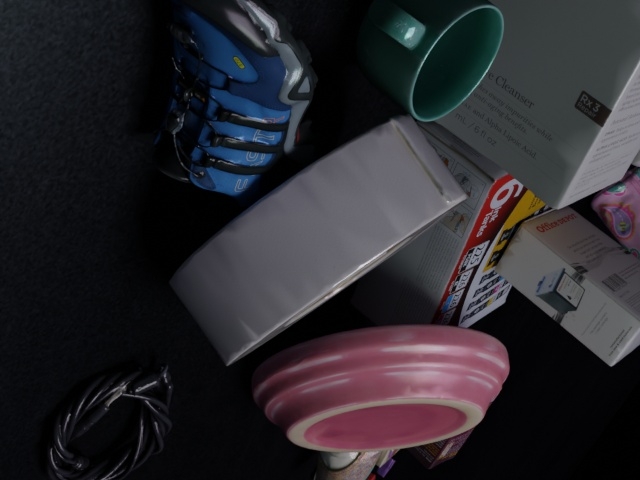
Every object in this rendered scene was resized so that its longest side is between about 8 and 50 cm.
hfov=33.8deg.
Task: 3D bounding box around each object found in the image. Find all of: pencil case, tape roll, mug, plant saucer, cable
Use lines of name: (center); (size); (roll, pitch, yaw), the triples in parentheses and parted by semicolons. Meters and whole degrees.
pencil case: (0.610, 0.002, 1.876); (0.124, 0.284, 0.124); (-35, 167, -9)
tape roll: (0.000, 0.000, 1.009); (0.286, 0.100, 0.286); (-34, 175, -3)
mug: (0.096, -0.201, 1.002); (0.129, 0.097, 0.157); (-39, 153, -16)
plant saucer: (0.079, 0.201, 1.347); (0.332, 0.084, 0.332); (-5, 156, -2)
cable: (-0.227, 0.213, 1.135); (0.151, 0.047, 0.184); (-24, 146, -40)

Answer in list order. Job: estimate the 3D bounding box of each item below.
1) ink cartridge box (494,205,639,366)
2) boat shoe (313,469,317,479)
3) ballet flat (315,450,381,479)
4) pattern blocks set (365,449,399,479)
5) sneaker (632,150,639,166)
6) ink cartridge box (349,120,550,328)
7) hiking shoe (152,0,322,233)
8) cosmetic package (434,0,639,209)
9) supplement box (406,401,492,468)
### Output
ink cartridge box: (0.337, 0.051, 1.326); (0.140, 0.191, 0.082); (-19, 142, -50)
boat shoe: (0.044, 0.365, 1.777); (0.137, 0.043, 0.049); (-48, 157, -1)
ballet flat: (0.063, 0.269, 1.634); (0.106, 0.107, 0.316); (27, 98, -43)
pattern blocks set: (0.150, 0.299, 1.800); (0.285, 0.026, 0.324); (-36, 151, -52)
sneaker: (0.538, -0.218, 1.715); (0.094, 0.080, 0.212); (-5, 126, -39)
ink cartridge box: (0.208, -0.037, 1.371); (0.272, 0.130, 0.309); (-27, 147, -39)
hiking shoe: (-0.078, -0.103, 0.848); (0.132, 0.113, 0.304); (-43, 154, -13)
cosmetic package: (0.287, -0.252, 1.098); (0.156, 0.217, 0.384); (-23, 143, -42)
supplement box: (0.249, 0.333, 2.009); (0.104, 0.081, 0.188); (-7, 132, -55)
